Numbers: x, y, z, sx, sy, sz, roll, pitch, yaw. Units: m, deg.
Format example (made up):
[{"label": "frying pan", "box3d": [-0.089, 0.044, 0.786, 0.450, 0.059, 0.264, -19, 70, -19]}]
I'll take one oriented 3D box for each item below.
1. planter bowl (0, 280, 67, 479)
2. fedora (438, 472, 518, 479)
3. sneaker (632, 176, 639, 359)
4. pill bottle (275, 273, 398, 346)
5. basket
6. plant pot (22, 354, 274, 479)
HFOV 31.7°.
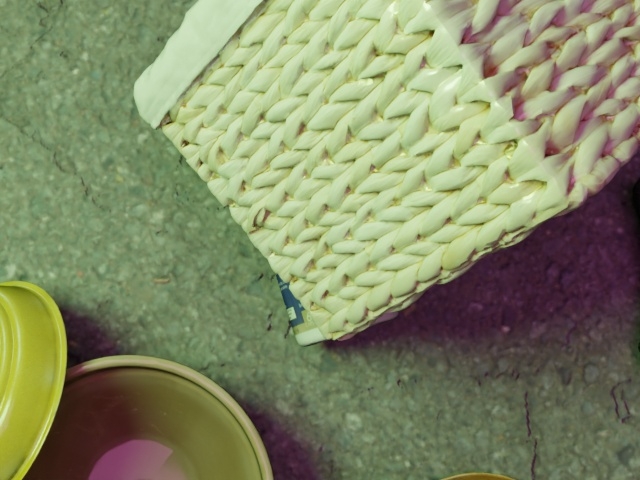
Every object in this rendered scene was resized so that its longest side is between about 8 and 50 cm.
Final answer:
[{"label": "planter bowl", "box3d": [-0.310, 0.116, 0.894, 0.217, 0.090, 0.217, -20, 54, 31]}, {"label": "fedora", "box3d": [0.148, 0.296, 0.964, 0.194, 0.079, 0.194, 0, 83, -2]}, {"label": "sneaker", "box3d": [0.329, 0.068, 0.990, 0.106, 0.101, 0.267, -23, 85, -3]}, {"label": "pill bottle", "box3d": [0.000, 0.000, 0.984, 0.094, 0.094, 0.169, -18, 84, -5]}, {"label": "basket", "box3d": [0.099, -0.143, 0.842, 0.328, 0.331, 0.266, -36, 89, -36]}, {"label": "plant pot", "box3d": [-0.155, 0.215, 0.943, 0.237, 0.110, 0.237, 0, 84, -3]}]
